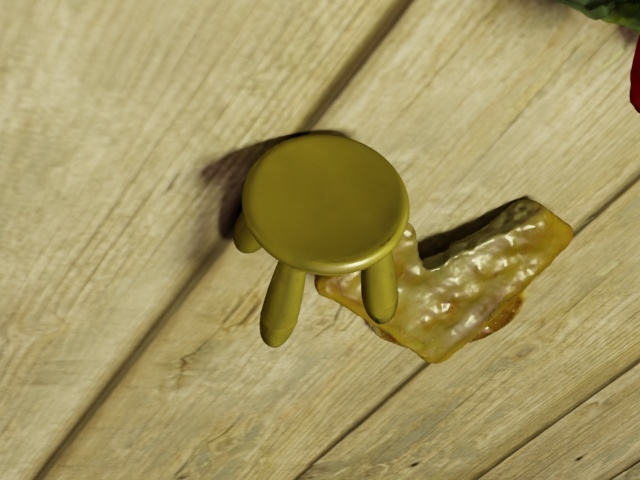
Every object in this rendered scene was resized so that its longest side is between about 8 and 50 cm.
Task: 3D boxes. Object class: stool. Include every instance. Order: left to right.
[{"bbox_3d":[0.000,0.000,0.681,0.134,0.135,0.110,28,148,10],"label":"stool"}]

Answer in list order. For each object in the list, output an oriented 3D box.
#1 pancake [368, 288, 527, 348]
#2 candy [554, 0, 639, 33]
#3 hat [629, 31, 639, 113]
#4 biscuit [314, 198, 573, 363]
[{"bbox_3d":[0.120,0.063,0.910,0.158,0.028,0.158,-10,145,-7],"label":"pancake"},{"bbox_3d":[0.164,-0.154,0.594,0.306,0.083,0.091,9,102,-23],"label":"candy"},{"bbox_3d":[0.337,-0.093,0.526,0.332,0.274,0.242,-5,160,12],"label":"hat"},{"bbox_3d":[0.101,0.017,0.805,0.183,0.039,0.174,30,111,-38],"label":"biscuit"}]
